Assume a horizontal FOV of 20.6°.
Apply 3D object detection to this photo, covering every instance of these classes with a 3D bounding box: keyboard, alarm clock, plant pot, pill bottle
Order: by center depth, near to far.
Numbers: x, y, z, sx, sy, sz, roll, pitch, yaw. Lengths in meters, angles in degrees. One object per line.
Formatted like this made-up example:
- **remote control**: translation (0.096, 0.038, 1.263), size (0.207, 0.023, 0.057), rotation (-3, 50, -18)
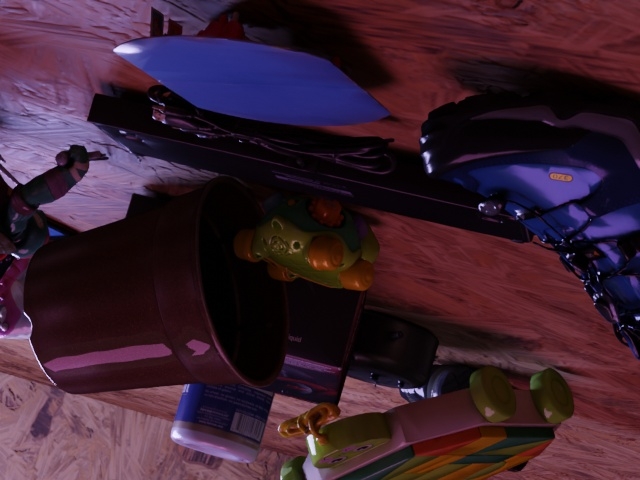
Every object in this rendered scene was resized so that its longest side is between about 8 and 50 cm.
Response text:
- **keyboard**: translation (-0.007, -0.058, 1.203), size (0.317, 0.033, 0.201), rotation (12, 174, 10)
- **plant pot**: translation (-0.132, 0.046, 1.385), size (0.165, 0.167, 0.167), rotation (-11, 158, 21)
- **alarm clock**: translation (0.060, 0.119, 1.827), size (0.129, 0.064, 0.192), rotation (10, 170, 23)
- **pill bottle**: translation (-0.090, 0.139, 1.833), size (0.094, 0.169, 0.094), rotation (15, 167, 4)

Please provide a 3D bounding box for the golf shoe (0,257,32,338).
- **golf shoe**: translation (-0.274, 0.066, 1.888), size (0.306, 0.115, 0.140), rotation (4, 167, 45)

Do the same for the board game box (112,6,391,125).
- **board game box**: translation (-0.035, -0.106, 1.026), size (0.133, 0.033, 0.169), rotation (4, 169, 24)

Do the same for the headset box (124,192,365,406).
- **headset box**: translation (-0.072, 0.058, 1.594), size (0.218, 0.110, 0.293), rotation (15, 168, 2)

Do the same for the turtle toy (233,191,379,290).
- **turtle toy**: translation (0.000, 0.000, 1.358), size (0.095, 0.066, 0.130), rotation (7, 165, 33)

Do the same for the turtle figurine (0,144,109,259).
- **turtle figurine**: translation (-0.261, -0.049, 1.374), size (0.175, 0.118, 0.234), rotation (7, 160, 33)

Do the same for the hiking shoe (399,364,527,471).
- **hiking shoe**: translation (0.164, 0.190, 1.992), size (0.114, 0.086, 0.227), rotation (16, 162, 41)

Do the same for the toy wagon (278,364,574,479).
- **toy wagon**: translation (0.087, 0.206, 1.765), size (0.267, 0.068, 0.344), rotation (-29, 159, 30)

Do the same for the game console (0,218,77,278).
- **game console**: translation (-0.339, 0.004, 1.758), size (0.144, 0.124, 0.085), rotation (30, -172, -46)

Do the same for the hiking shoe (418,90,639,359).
- **hiking shoe**: translation (0.192, 0.007, 1.005), size (0.304, 0.132, 0.113), rotation (19, 167, -14)
